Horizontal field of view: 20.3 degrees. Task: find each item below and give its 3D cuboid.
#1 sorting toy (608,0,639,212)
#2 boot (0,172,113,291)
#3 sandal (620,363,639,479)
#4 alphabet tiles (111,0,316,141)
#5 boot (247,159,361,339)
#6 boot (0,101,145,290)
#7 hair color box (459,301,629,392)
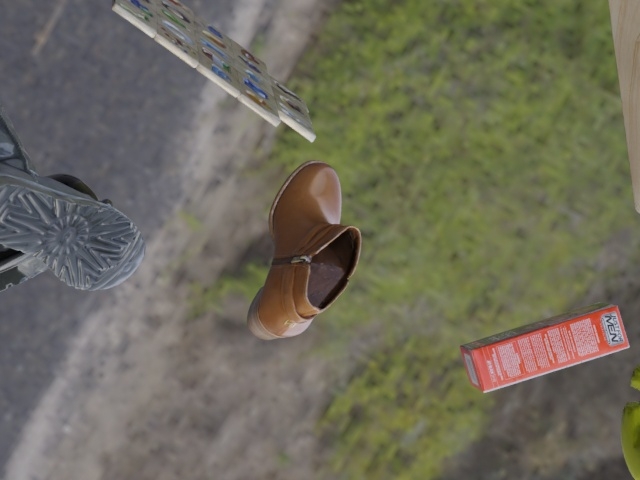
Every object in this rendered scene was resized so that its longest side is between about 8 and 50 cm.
[{"bbox_3d":[0.408,-0.163,1.640,0.089,0.255,0.257,-22,107,-54],"label":"sorting toy"},{"bbox_3d":[-0.371,-0.068,1.564,0.131,0.348,0.260,-56,130,-69],"label":"boot"},{"bbox_3d":[0.334,0.045,1.374,0.126,0.138,0.317,-142,-115,-75],"label":"sandal"},{"bbox_3d":[-0.149,-0.237,2.105,0.011,0.342,0.285,-52,-164,12],"label":"alphabet tiles"},{"bbox_3d":[0.000,0.000,1.687,0.152,0.073,0.197,-31,-139,65],"label":"boot"},{"bbox_3d":[-0.244,-0.064,1.404,0.076,0.208,0.190,-49,138,5],"label":"boot"},{"bbox_3d":[0.205,0.098,1.648,0.141,0.043,0.072,-16,-178,-5],"label":"hair color box"}]
